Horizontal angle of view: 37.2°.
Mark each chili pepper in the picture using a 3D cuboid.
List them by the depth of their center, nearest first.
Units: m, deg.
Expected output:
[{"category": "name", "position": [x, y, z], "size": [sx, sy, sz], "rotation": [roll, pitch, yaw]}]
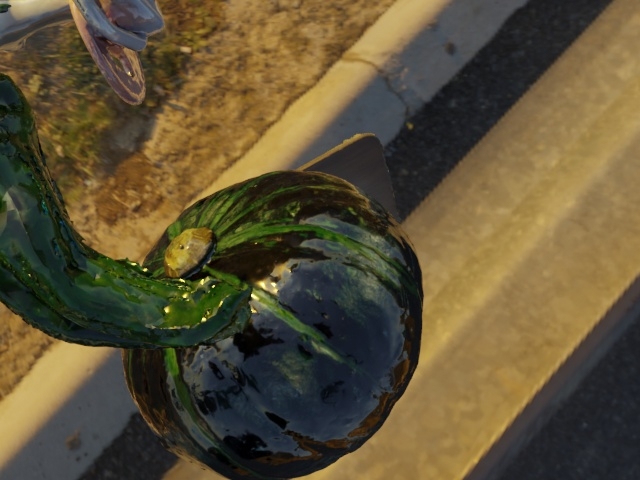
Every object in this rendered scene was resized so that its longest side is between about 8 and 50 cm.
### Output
[{"category": "chili pepper", "position": [-0.167, -0.026, 0.583], "size": [0.122, 0.065, 0.279], "rotation": [-37, 80, -17]}]

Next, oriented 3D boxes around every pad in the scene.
[{"category": "pad", "position": [0.000, 0.000, 1.489], "size": [0.286, 0.018, 0.284], "rotation": [-31, 131, -17]}]

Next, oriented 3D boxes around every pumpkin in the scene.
[{"category": "pumpkin", "position": [-0.055, 0.067, 0.874], "size": [0.315, 0.315, 0.238], "rotation": [-48, 120, -9]}]

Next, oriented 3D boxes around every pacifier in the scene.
[{"category": "pacifier", "position": [-0.332, -0.333, 1.297], "size": [0.220, 0.273, 0.332], "rotation": [-14, 82, -48]}]
